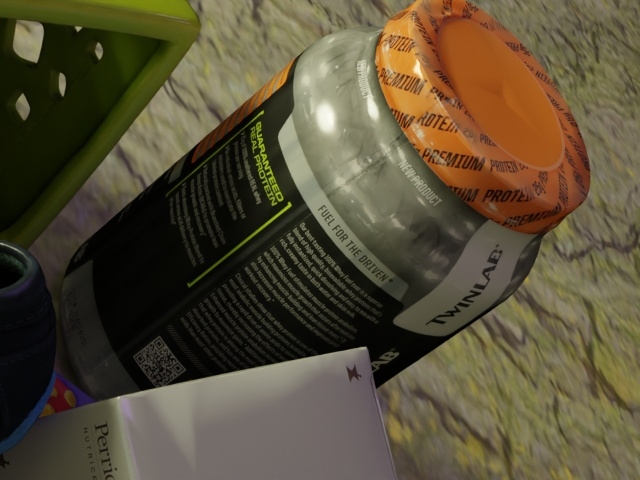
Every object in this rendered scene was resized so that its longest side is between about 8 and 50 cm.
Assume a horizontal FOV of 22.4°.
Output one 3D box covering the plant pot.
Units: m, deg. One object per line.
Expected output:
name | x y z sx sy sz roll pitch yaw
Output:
plant pot | -0.244 -0.131 0.918 0.227 0.228 0.207 0 52 -49

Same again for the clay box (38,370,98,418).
clay box | -0.215 0.089 0.858 0.222 0.053 0.127 43 32 -35

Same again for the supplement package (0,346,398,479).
supplement package | -0.055 0.205 0.832 0.204 0.145 0.262 -6 79 -54

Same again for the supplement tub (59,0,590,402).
supplement tub | 0.000 0.000 1.002 0.193 0.316 0.194 32 38 -29

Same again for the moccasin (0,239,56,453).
moccasin | -0.281 -0.007 0.733 0.342 0.117 0.138 13 41 -7
